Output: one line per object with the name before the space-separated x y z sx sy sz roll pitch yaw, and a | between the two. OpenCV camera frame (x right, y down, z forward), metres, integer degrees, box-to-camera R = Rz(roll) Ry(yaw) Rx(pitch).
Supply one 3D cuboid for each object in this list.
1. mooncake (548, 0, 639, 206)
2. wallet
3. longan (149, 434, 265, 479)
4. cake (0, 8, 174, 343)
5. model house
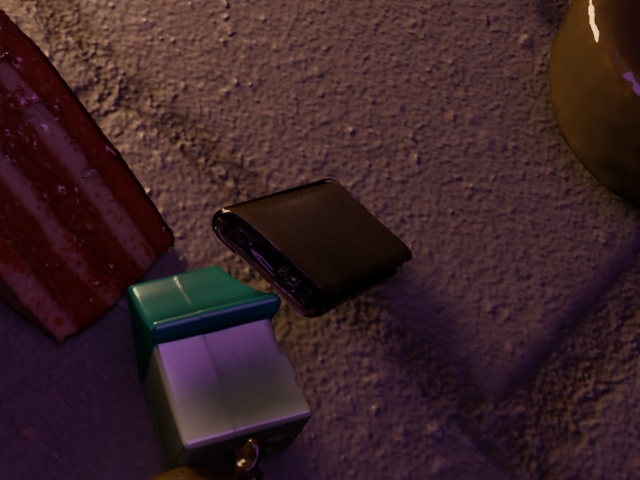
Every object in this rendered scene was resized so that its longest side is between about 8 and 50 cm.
mooncake | 0.355 -0.156 1.128 0.284 0.155 0.284 4 65 -8
wallet | 0.000 0.000 0.978 0.110 0.031 0.198 42 22 12
longan | -0.067 0.220 0.851 0.154 0.145 0.176 21 91 -19
cake | -0.271 -0.047 1.004 0.158 0.159 0.262 -47 115 -27
model house | -0.082 0.092 0.929 0.100 0.127 0.149 -14 71 -19
